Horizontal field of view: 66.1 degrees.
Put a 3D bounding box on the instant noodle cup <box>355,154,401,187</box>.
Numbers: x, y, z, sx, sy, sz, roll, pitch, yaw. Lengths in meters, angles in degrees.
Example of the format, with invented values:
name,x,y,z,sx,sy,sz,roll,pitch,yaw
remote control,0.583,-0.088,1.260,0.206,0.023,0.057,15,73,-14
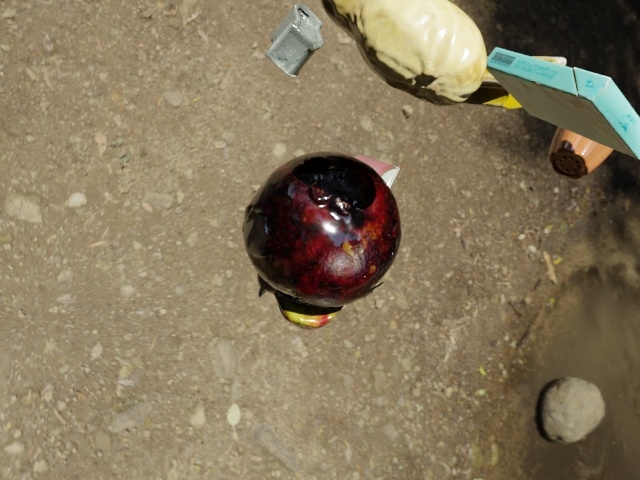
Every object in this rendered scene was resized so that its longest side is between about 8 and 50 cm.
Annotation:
name,x,y,z,sx,sy,sz,roll,pitch,yaw
instant noodle cup,0.195,-0.226,1.976,0.178,0.235,0.235,26,67,6

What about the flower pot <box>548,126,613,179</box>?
name,x,y,z,sx,sy,sz,roll,pitch,yaw
flower pot,0.831,-0.301,1.582,0.190,0.190,0.173,48,68,-15

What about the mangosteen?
name,x,y,z,sx,sy,sz,roll,pitch,yaw
mangosteen,-0.012,-0.003,1.181,0.381,0.421,0.381,25,35,-19

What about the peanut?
name,x,y,z,sx,sy,sz,roll,pitch,yaw
peanut,0.108,-0.319,0.724,0.147,0.147,0.319,-28,67,-31

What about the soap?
name,x,y,z,sx,sy,sz,roll,pitch,yaw
soap,0.362,-0.331,1.019,0.140,0.232,0.073,-32,124,-23

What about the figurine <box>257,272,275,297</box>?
name,x,y,z,sx,sy,sz,roll,pitch,yaw
figurine,-0.147,0.118,1.616,0.125,0.138,0.125,23,36,-19

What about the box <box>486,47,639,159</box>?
name,x,y,z,sx,sy,sz,roll,pitch,yaw
box,0.371,-0.213,0.748,0.162,0.229,0.041,27,106,-33

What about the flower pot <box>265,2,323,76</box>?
name,x,y,z,sx,sy,sz,roll,pitch,yaw
flower pot,-0.061,-0.520,1.269,0.103,0.108,0.229,34,34,-24
